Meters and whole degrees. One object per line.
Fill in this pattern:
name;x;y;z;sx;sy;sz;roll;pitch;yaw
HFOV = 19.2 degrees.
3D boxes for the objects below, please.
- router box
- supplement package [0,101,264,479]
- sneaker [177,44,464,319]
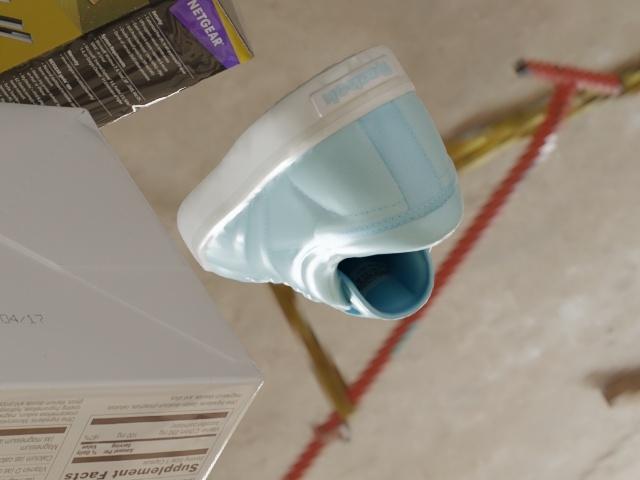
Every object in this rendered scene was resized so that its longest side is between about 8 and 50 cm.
router box;-0.194;-0.193;1.225;0.243;0.309;0.081;-24;139;8
supplement package;-0.201;0.047;0.849;0.262;0.204;0.145;2;129;-40
sneaker;0.000;0.000;1.272;0.135;0.150;0.366;-27;174;-14
